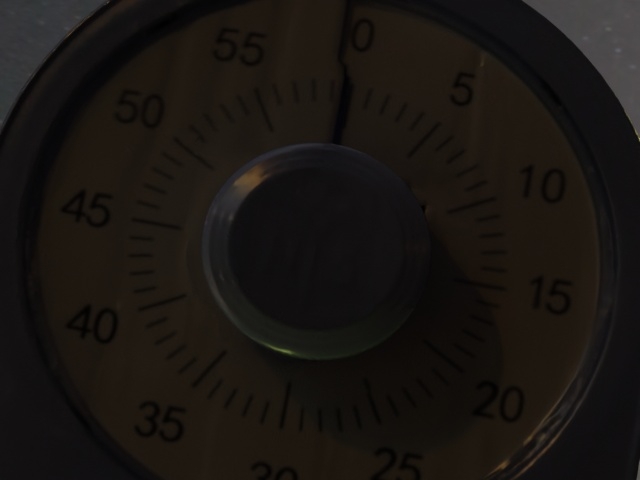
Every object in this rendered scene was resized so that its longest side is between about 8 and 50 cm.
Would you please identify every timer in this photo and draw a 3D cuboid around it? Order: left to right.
[{"bbox_3d":[0.000,0.000,0.725,0.395,0.173,0.394,0,-96,3],"label":"timer"}]
